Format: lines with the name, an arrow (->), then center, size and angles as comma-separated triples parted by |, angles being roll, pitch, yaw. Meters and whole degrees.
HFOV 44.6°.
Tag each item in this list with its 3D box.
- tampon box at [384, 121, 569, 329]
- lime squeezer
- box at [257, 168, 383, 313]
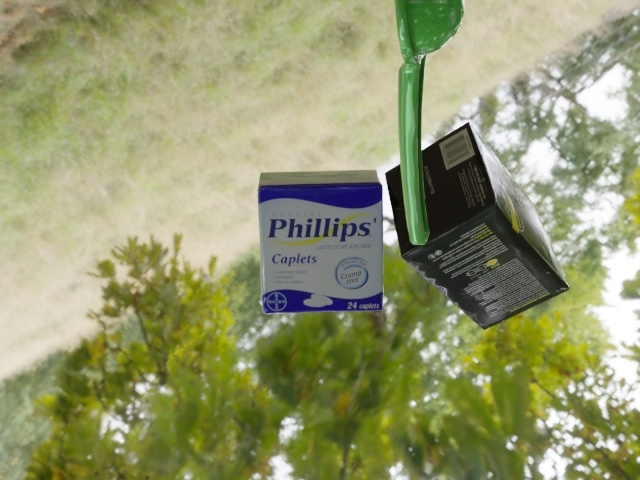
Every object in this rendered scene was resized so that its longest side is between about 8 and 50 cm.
tampon box -> 0.156, -0.011, 0.778 | 0.101, 0.161, 0.120 | -30, -137, 23
lime squeezer -> 0.084, -0.134, 0.399 | 0.059, 0.110, 0.310 | -88, -156, -50
box -> 0.000, 0.000, 0.806 | 0.072, 0.126, 0.137 | -90, 178, -74
